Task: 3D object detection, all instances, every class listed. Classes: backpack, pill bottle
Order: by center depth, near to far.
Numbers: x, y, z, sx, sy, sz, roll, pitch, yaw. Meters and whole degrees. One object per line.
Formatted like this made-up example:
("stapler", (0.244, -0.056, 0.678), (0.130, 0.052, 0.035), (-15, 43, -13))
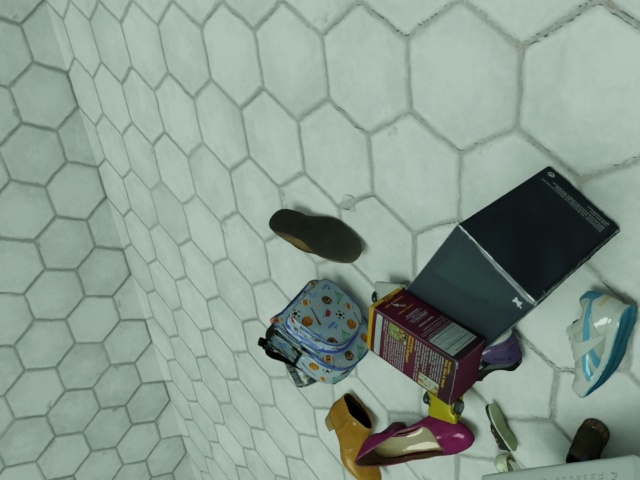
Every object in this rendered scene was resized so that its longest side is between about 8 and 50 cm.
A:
("backpack", (0.013, 0.259, 1.635), (0.263, 0.276, 0.213), (42, 144, 4))
("pill bottle", (-0.075, 0.345, 1.890), (0.130, 0.130, 0.245), (-21, 97, 55))

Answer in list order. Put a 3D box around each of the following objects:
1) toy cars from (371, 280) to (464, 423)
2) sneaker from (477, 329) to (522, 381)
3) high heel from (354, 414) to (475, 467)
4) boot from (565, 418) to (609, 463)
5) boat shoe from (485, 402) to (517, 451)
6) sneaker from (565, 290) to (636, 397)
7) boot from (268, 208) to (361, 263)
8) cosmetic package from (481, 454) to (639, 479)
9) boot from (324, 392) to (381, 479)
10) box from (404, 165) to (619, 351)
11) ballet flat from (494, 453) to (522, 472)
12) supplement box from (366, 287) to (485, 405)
("toy cars", (0.258, 0.269, 1.469), (0.393, 0.087, 0.176), (54, 132, 15))
("sneaker", (0.313, 0.279, 1.317), (0.283, 0.107, 0.124), (-19, 107, 28))
("high heel", (0.255, 0.580, 1.600), (0.127, 0.181, 0.377), (58, 145, 3))
("boot", (0.552, 0.489, 1.235), (0.082, 0.106, 0.219), (21, 129, 42))
("boat shoe", (0.433, 0.457, 1.410), (0.042, 0.049, 0.133), (-20, 102, 46))
("sneaker", (0.520, 0.199, 1.102), (0.092, 0.087, 0.228), (34, 130, 43))
("boot", (0.000, 0.000, 1.613), (0.305, 0.112, 0.115), (23, 161, 35))
("cosmetic package", (0.534, 0.625, 1.060), (0.327, 0.329, 0.394), (26, 147, -15))
("boot", (0.128, 0.651, 1.876), (0.295, 0.104, 0.211), (53, 145, 18))
("box", (0.323, 0.059, 1.055), (0.183, 0.294, 0.296), (48, 142, 17))
("ballet flat", (0.497, 0.607, 1.433), (0.168, 0.057, 0.052), (53, 134, 10))
("supplement box", (0.176, 0.178, 0.993), (0.188, 0.081, 0.104), (31, 135, 37))
